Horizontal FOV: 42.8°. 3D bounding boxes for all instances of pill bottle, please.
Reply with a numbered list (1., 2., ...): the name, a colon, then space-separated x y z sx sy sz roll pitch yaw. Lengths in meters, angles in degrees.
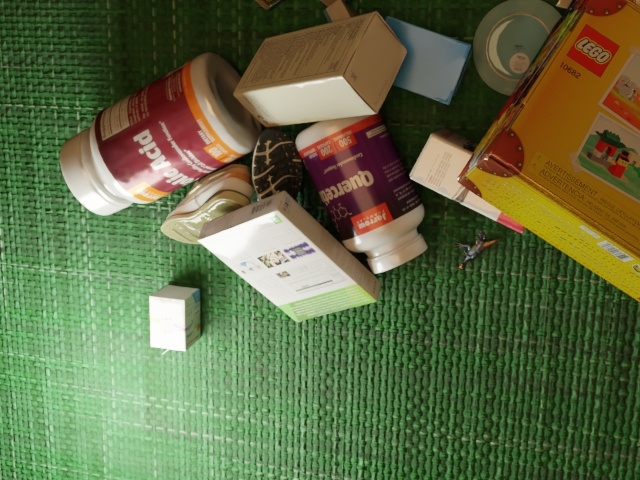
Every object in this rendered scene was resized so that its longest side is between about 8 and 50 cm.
1. pill bottle: -0.341 -0.214 1.730 0.392 0.224 0.224 -24 95 21
2. pill bottle: 0.092 -0.104 1.647 0.181 0.181 0.323 -25 94 20

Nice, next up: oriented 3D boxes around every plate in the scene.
1. plate: 0.382 -0.370 1.566 0.188 0.024 0.188 5 103 24

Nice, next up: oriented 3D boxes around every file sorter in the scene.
1. file sorter: 0.199 -0.353 1.597 0.170 0.104 0.118 22 108 10

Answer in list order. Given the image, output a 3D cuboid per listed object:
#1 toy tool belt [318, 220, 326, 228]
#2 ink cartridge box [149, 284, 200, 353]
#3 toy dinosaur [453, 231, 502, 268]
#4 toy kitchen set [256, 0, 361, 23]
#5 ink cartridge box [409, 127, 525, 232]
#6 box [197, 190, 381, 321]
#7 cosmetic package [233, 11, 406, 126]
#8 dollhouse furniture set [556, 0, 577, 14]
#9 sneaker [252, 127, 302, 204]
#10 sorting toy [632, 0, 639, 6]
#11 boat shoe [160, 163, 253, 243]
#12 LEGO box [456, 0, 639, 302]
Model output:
1. toy tool belt: 0.000 0.000 1.776 0.051 0.052 0.083 24 115 -23
2. ink cartridge box: -0.335 0.187 1.892 0.090 0.092 0.143 5 105 15
3. toy dinosaur: 0.320 0.027 1.686 0.090 0.047 0.082 14 125 3
4. toy kitchen set: -0.022 -0.464 1.653 0.166 0.122 0.207 -31 72 21
5. ink cartridge box: 0.309 -0.122 1.582 0.237 0.172 0.100 27 107 9
6. box: -0.060 0.044 1.677 0.232 0.058 0.322 -18 131 37
7. cosmetic package: -0.007 -0.320 1.560 0.309 0.160 0.113 4 150 46
8. dollhouse furniture set: 0.440 -0.471 1.494 0.081 0.114 0.091 35 112 11
9. sneaker: -0.101 -0.102 1.722 0.110 0.122 0.283 -17 114 -21
10. sorting toy: 0.565 -0.386 1.514 0.193 0.038 0.208 33 110 7
11. boat shoe: -0.239 -0.075 1.775 0.113 0.103 0.302 31 148 -31
12. LEGO box: 0.552 -0.133 1.392 0.500 0.193 0.372 34 80 1
